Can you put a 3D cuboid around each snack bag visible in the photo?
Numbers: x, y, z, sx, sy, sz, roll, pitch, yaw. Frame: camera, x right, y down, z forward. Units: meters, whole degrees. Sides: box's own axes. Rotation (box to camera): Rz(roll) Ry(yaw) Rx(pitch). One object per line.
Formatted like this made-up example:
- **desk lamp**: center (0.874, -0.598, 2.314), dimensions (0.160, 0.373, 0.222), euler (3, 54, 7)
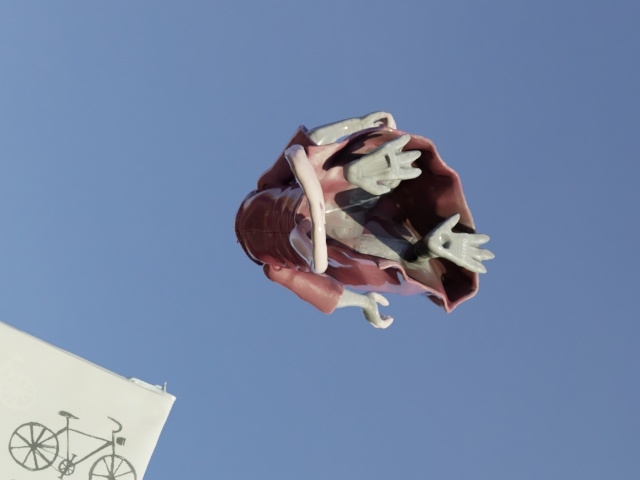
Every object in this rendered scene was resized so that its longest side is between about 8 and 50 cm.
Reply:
- **snack bag**: center (-0.377, 0.276, 2.120), dimensions (0.323, 0.342, 0.037), euler (26, -23, -15)

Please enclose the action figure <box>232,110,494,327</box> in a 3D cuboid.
- **action figure**: center (0.000, 0.000, 1.846), dimensions (0.370, 0.275, 0.248), euler (-3, -81, 53)
